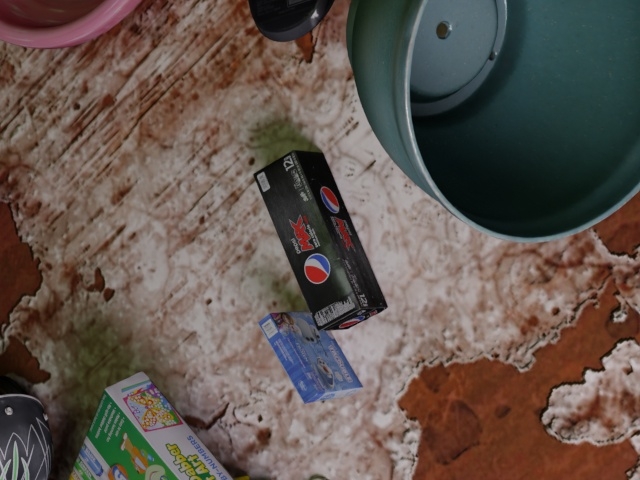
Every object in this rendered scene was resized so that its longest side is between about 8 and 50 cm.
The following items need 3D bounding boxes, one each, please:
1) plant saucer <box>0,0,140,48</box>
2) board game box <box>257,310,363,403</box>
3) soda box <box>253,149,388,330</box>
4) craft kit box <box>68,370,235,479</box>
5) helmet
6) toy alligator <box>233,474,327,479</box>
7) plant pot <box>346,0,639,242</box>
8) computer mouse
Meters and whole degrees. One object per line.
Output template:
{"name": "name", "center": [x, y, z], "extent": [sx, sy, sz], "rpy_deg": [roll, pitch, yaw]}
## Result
{"name": "plant saucer", "center": [-0.265, -0.362, 1.711], "extent": [0.332, 0.084, 0.332], "rpy_deg": [0, 89, 31]}
{"name": "board game box", "center": [-0.009, 0.108, 1.557], "extent": [0.020, 0.090, 0.090], "rpy_deg": [-38, 72, 23]}
{"name": "soda box", "center": [0.000, 0.000, 1.568], "extent": [0.053, 0.060, 0.169], "rpy_deg": [-29, 75, 27]}
{"name": "craft kit box", "center": [-0.152, 0.297, 1.617], "extent": [0.246, 0.061, 0.250], "rpy_deg": [44, 134, 21]}
{"name": "helmet", "center": [-0.359, 0.222, 1.728], "extent": [0.161, 0.169, 0.169], "rpy_deg": [31, 107, 45]}
{"name": "toy alligator", "center": [-0.078, 0.261, 1.622], "extent": [0.190, 0.051, 0.056], "rpy_deg": [-17, 82, 30]}
{"name": "plant pot", "center": [0.141, -0.165, 1.379], "extent": [0.196, 0.293, 0.293], "rpy_deg": [29, 106, 55]}
{"name": "computer mouse", "center": [0.007, -0.322, 1.567], "extent": [0.184, 0.060, 0.262], "rpy_deg": [-19, 71, 31]}
